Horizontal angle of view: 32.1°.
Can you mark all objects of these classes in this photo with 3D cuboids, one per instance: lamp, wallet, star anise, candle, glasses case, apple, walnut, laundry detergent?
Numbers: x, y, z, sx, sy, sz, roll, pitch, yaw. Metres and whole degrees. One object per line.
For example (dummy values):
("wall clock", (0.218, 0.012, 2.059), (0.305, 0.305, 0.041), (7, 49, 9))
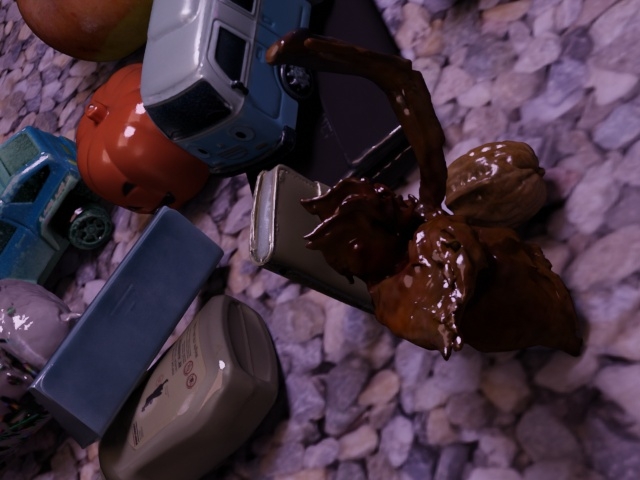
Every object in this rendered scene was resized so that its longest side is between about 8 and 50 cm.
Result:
("lamp", (-0.219, -0.128, 1.370), (0.187, 0.164, 0.188), (-28, 48, 37))
("wallet", (0.000, 0.000, 1.064), (0.039, 0.155, 0.110), (-23, 53, 40))
("star anise", (0.069, -0.019, 0.895), (0.148, 0.346, 0.237), (-34, 9, 11))
("candle", (-0.378, 0.147, 1.385), (0.330, 0.187, 0.187), (-39, 45, 24))
("wallet", (-0.018, -0.183, 1.258), (0.228, 0.062, 0.406), (-43, 43, 23))
("glasses case", (-0.199, 0.089, 1.201), (0.056, 0.105, 0.266), (-3, 43, 38))
("apple", (-0.325, -0.381, 1.604), (0.260, 0.194, 0.261), (-23, 56, 40))
("walnut", (0.154, -0.046, 0.985), (0.096, 0.082, 0.079), (-25, 81, 35))
("laundry detergent", (-0.156, 0.185, 1.184), (0.253, 0.091, 0.181), (-45, 34, 22))

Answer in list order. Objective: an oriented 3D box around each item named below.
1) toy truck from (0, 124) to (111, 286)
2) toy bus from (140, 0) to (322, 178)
("toy truck", (-0.407, -0.009, 1.519), (0.279, 0.156, 0.155), (-55, 40, 8))
("toy bus", (-0.101, -0.222, 1.193), (0.133, 0.164, 0.271), (-17, 57, 41))
